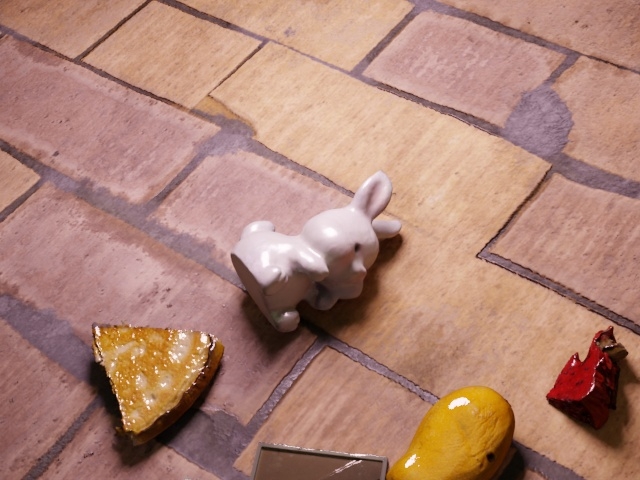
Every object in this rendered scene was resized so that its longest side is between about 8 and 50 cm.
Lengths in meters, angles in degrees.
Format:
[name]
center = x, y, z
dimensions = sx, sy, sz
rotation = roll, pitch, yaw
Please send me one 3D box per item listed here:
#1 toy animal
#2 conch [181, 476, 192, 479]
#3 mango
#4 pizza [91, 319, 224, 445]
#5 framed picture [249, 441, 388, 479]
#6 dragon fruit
[toy animal]
center = 0.001, 0.008, 1.723
dimensions = 0.368, 0.196, 0.241
rotation = -23, 51, -5
[conch]
center = -0.301, 0.539, 1.360
dimensions = 0.303, 0.215, 0.319
rotation = 9, 53, 29
[mango]
center = 0.233, 0.365, 1.458
dimensions = 0.262, 0.109, 0.157
rotation = -40, 66, -14
[pizza]
center = -0.355, 0.280, 1.651
dimensions = 0.288, 0.074, 0.251
rotation = 6, 53, 16
[framed picture]
center = -0.013, 0.459, 1.486
dimensions = 0.250, 0.016, 0.184
rotation = 3, 53, 12
[dragon fruit]
center = 0.509, 0.250, 1.535
dimensions = 0.092, 0.122, 0.192
rotation = 39, 56, -11
